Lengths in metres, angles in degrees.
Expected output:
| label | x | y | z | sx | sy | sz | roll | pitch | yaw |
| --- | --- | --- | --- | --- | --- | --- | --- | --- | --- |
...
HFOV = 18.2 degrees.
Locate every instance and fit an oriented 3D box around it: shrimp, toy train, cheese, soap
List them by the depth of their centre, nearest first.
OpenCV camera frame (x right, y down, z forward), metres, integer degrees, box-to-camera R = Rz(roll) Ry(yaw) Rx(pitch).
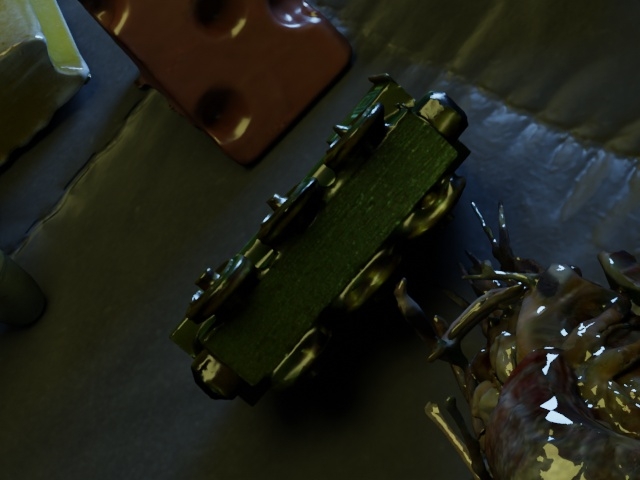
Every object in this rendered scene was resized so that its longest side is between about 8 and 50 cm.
| label | x | y | z | sx | sy | sz | roll | pitch | yaw |
| --- | --- | --- | --- | --- | --- | --- | --- | --- | --- |
| shrimp | 0.114 | 0.070 | 1.049 | 0.145 | 0.116 | 0.343 | -9 | 28 | -12 |
| toy train | 0.000 | 0.000 | 1.203 | 0.225 | 0.090 | 0.137 | -48 | 8 | -2 |
| cheese | -0.108 | -0.176 | 1.399 | 0.128 | 0.177 | 0.203 | -45 | 39 | -1 |
| soap | -0.299 | -0.163 | 1.623 | 0.173 | 0.089 | 0.274 | -38 | 41 | 7 |

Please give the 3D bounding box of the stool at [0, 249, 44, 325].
| label | x | y | z | sx | sy | sz | roll | pitch | yaw |
| --- | --- | --- | --- | --- | --- | --- | --- | --- | --- |
| stool | -0.337 | 0.007 | 1.424 | 0.195 | 0.199 | 0.195 | -43 | 42 | 3 |
